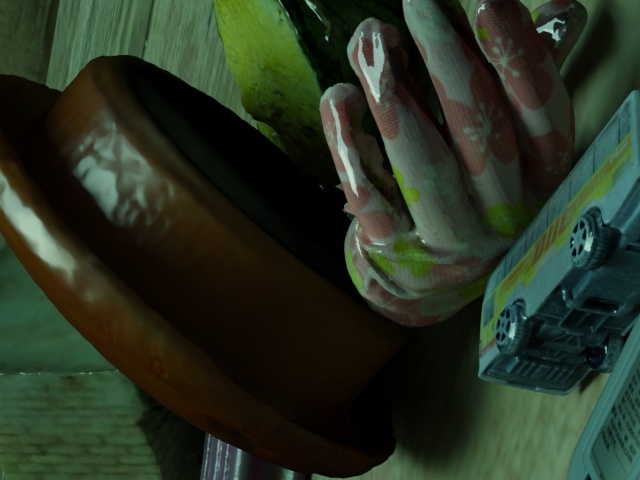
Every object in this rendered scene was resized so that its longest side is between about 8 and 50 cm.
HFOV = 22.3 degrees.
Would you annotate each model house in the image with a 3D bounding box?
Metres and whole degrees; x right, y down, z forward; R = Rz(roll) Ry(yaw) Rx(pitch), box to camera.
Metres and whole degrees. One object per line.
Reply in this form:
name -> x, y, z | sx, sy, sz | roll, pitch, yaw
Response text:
model house -> -0.171, 0.127, 1.506 | 0.298, 0.243, 0.284 | -66, -30, -50

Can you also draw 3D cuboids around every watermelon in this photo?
watermelon -> -0.002, -0.152, 1.149 | 0.204, 0.127, 0.232 | 56, 164, 29

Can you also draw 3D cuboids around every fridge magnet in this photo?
fridge magnet -> -0.081, 0.010, 1.066 | 0.155, 0.363, 0.363 | -47, 28, 10

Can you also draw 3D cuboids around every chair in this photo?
chair -> -0.001, -0.001, 1.269 | 0.042, 0.037, 0.086 | 13, 100, 61

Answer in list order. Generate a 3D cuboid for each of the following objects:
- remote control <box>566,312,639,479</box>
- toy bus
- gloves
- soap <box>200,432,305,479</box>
remote control -> 0.166, 0.055, 0.712 | 0.087, 0.047, 0.244 | -105, 28, -55
toy bus -> 0.135, 0.007, 0.799 | 0.190, 0.064, 0.075 | 121, 155, -54
gloves -> 0.079, -0.044, 0.885 | 0.241, 0.145, 0.126 | 108, 148, -65
soap -> -0.051, 0.153, 1.328 | 0.122, 0.065, 0.203 | -159, 76, -72
